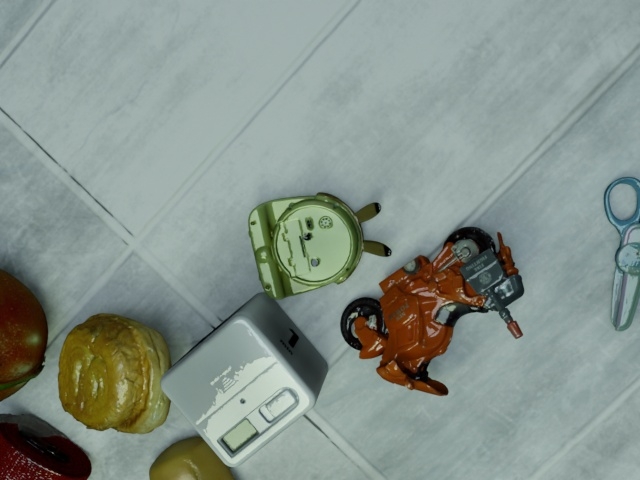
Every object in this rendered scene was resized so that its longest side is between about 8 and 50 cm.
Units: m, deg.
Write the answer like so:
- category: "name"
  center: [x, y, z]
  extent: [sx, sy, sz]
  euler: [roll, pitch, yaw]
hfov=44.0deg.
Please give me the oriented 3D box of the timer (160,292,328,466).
- category: "timer"
  center: [-0.121, 0.227, 1.336]
  extent: [0.192, 0.195, 0.194]
  euler: [-40, 92, 10]

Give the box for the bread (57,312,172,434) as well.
- category: "bread"
  center: [-0.357, 0.229, 1.372]
  extent: [0.236, 0.120, 0.198]
  euler: [10, 97, 36]

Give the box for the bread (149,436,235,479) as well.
- category: "bread"
  center: [-0.218, 0.468, 1.430]
  extent: [0.147, 0.098, 0.217]
  euler: [-33, 93, 6]

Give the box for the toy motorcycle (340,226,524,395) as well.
- category: "toy motorcycle"
  center: [0.197, 0.131, 1.315]
  extent: [0.325, 0.147, 0.221]
  euler: [-36, 69, 16]

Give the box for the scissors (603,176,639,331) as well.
- category: "scissors"
  center: [0.518, 0.026, 1.313]
  extent: [0.125, 0.030, 0.256]
  euler: [9, 96, 7]

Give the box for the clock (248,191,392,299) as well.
- category: "clock"
  center: [0.000, 0.000, 1.354]
  extent: [0.231, 0.069, 0.170]
  euler: [-12, 95, 8]

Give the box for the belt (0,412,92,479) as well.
- category: "belt"
  center: [-0.531, 0.416, 1.444]
  extent: [0.200, 0.128, 0.124]
  euler: [33, 99, 1]

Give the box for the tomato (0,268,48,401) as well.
- category: "tomato"
  center: [-0.639, 0.175, 1.367]
  extent: [0.303, 0.303, 0.239]
  euler: [-34, 75, 10]
